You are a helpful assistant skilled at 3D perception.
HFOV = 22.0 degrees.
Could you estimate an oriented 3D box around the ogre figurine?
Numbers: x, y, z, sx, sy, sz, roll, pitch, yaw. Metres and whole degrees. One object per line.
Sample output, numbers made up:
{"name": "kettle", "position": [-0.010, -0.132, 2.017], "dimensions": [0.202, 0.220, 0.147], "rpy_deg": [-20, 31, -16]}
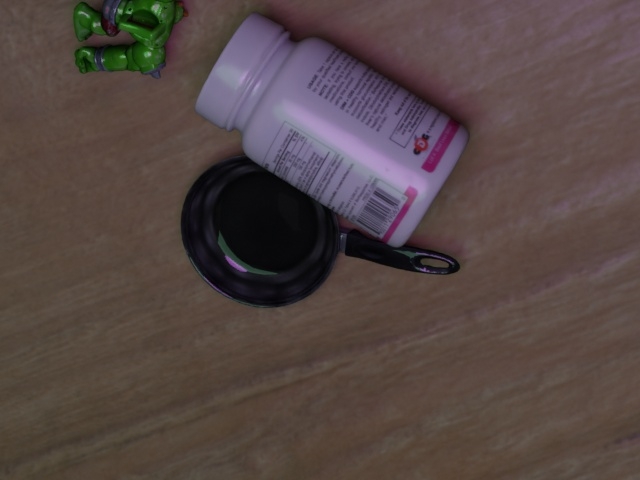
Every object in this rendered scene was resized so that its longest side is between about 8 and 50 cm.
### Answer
{"name": "ogre figurine", "position": [-0.221, -0.266, 1.900], "dimensions": [0.118, 0.097, 0.197], "rpy_deg": [27, 105, 16]}

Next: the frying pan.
{"name": "frying pan", "position": [-0.011, -0.027, 1.964], "dimensions": [0.326, 0.053, 0.197], "rpy_deg": [-12, 108, 17]}

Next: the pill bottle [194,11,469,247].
{"name": "pill bottle", "position": [0.011, -0.129, 1.856], "dimensions": [0.283, 0.160, 0.160], "rpy_deg": [32, 116, 0]}
